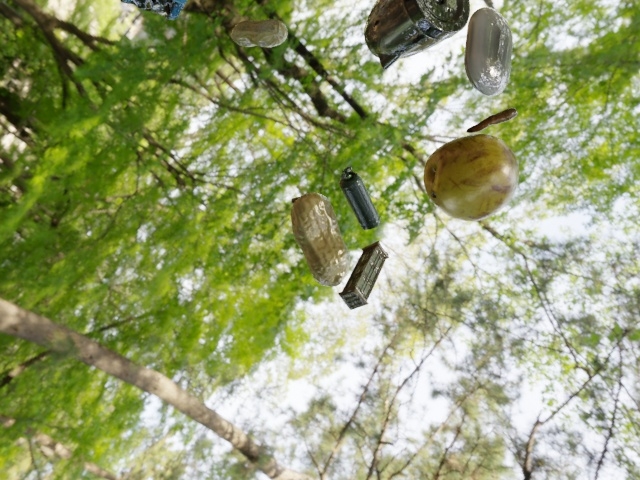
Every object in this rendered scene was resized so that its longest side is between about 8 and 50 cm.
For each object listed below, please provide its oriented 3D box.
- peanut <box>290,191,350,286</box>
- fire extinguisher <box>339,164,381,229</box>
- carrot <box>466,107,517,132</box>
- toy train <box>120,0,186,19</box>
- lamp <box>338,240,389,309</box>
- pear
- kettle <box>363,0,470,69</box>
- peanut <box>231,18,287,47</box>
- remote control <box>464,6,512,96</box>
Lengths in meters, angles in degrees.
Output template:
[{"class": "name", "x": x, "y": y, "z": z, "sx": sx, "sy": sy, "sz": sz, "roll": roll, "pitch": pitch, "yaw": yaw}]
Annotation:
[{"class": "peanut", "x": -0.002, "y": -0.004, "z": 1.625, "sx": 0.143, "sy": 0.291, "sz": 0.159, "roll": -22, "pitch": -177, "yaw": -1}, {"class": "fire extinguisher", "x": 0.157, "y": -0.184, "z": 2.219, "sx": 0.095, "sy": 0.311, "sz": 0.114, "roll": -41, "pitch": -149, "yaw": -18}, {"class": "carrot", "x": 0.536, "y": -0.374, "z": 1.679, "sx": 0.165, "sy": 0.035, "sz": 0.035, "roll": -19, "pitch": -147, "yaw": 14}, {"class": "toy train", "x": -0.447, "y": -0.793, "z": 1.506, "sx": 0.265, "sy": 0.188, "sz": 0.300, "roll": -32, "pitch": -122, "yaw": 45}, {"class": "lamp", "x": 0.174, "y": 0.130, "z": 2.082, "sx": 0.090, "sy": 0.089, "sz": 0.325, "roll": -26, "pitch": -160, "yaw": 34}, {"class": "pear", "x": 0.462, "y": -0.193, "z": 1.649, "sx": 0.281, "sy": 0.281, "sz": 0.280, "roll": -38, "pitch": -154, "yaw": 23}, {"class": "kettle", "x": 0.261, "y": -0.719, "z": 1.658, "sx": 0.324, "sy": 0.229, "sz": 0.320, "roll": -13, "pitch": -103, "yaw": 58}, {"class": "peanut", "x": -0.213, "y": -0.707, "z": 1.837, "sx": 0.215, "sy": 0.090, "sz": 0.098, "roll": 11, "pitch": -111, "yaw": 29}, {"class": "remote control", "x": 0.609, "y": -0.683, "z": 1.938, "sx": 0.104, "sy": 0.221, "sz": 0.331, "roll": -11, "pitch": -112, "yaw": 57}]
